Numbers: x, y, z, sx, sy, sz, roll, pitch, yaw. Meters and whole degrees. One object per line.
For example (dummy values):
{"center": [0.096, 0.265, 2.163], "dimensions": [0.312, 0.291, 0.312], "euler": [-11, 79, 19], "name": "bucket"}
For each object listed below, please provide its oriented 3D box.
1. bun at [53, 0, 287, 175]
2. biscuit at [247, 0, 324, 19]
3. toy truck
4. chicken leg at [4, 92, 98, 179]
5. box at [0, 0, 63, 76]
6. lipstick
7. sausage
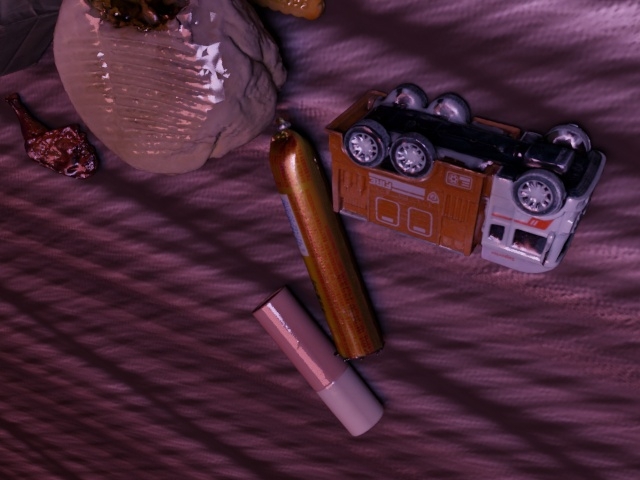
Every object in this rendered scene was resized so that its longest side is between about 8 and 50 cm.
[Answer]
{"center": [-0.179, -0.223, 0.934], "dimensions": [0.281, 0.205, 0.282], "euler": [12, 120, 21], "name": "bun"}
{"center": [-0.102, -0.387, 0.905], "dimensions": [0.254, 0.029, 0.172], "euler": [23, 128, 18], "name": "biscuit"}
{"center": [0.164, -0.068, 0.870], "dimensions": [0.305, 0.136, 0.162], "euler": [20, 132, 23], "name": "toy truck"}
{"center": [-0.457, -0.171, 1.227], "dimensions": [0.205, 0.053, 0.093], "euler": [25, 103, 8], "name": "chicken leg"}
{"center": [-0.521, -0.376, 1.077], "dimensions": [0.149, 0.155, 0.231], "euler": [-34, 96, 38], "name": "box"}
{"center": [-0.003, 0.191, 1.152], "dimensions": [0.070, 0.070, 0.254], "euler": [-35, 96, 39], "name": "lipstick"}
{"center": [0.000, 0.000, 1.039], "dimensions": [0.082, 0.082, 0.372], "euler": [-8, 111, 33], "name": "sausage"}
